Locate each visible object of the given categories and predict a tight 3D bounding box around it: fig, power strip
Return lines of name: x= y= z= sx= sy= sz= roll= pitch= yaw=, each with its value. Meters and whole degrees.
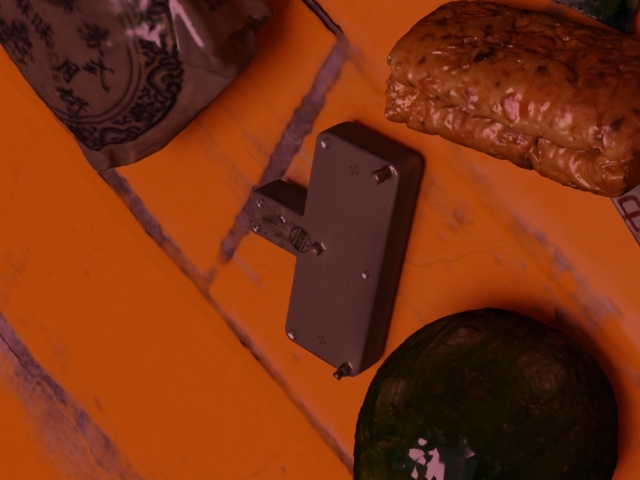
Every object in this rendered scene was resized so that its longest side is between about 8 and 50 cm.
fig: x=0.095 y=0.171 z=0.951 sx=0.203 sy=0.235 sz=0.203 roll=24 pitch=127 yaw=36
power strip: x=0.000 y=0.000 z=1.087 sx=0.145 sy=0.061 sz=0.215 roll=29 pitch=125 yaw=30

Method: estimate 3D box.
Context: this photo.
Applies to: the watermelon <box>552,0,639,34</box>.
watermelon: x=0.159 y=-0.203 z=0.864 sx=0.155 sy=0.080 sz=0.101 roll=44 pitch=97 yaw=23

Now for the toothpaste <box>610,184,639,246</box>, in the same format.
toothpaste: x=0.257 y=0.032 z=0.855 sx=0.233 sy=0.038 sz=0.060 roll=62 pitch=143 yaw=18

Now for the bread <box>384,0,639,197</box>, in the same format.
bread: x=0.146 y=-0.105 z=0.872 sx=0.211 sy=0.114 sz=0.083 roll=21 pitch=137 yaw=35

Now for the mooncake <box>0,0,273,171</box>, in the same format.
mooncake: x=-0.192 y=-0.198 z=1.090 sx=0.254 sy=0.136 sz=0.250 roll=50 pitch=141 yaw=-1
